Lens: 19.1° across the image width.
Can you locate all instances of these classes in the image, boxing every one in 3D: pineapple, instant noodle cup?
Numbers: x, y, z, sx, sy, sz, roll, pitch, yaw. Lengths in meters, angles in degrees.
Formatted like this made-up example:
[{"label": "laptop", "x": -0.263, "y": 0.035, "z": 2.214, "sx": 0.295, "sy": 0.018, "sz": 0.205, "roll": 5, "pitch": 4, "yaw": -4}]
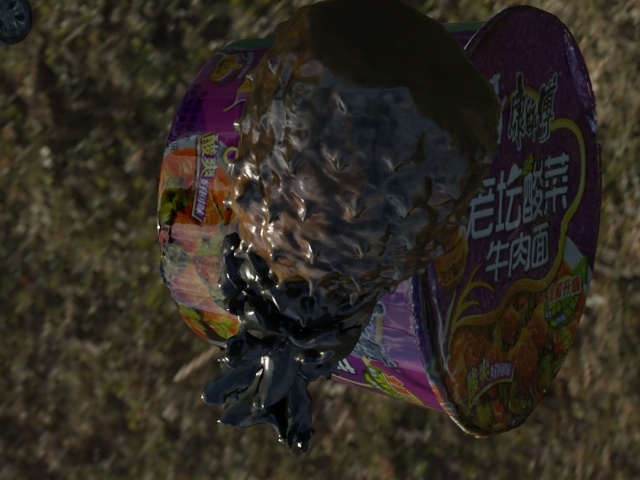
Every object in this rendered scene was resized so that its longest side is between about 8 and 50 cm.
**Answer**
[{"label": "pineapple", "x": 0.000, "y": 0.000, "z": 0.779, "sx": 0.108, "sy": 0.108, "sz": 0.198, "roll": 26, "pitch": 123, "yaw": 7}, {"label": "instant noodle cup", "x": 0.033, "y": -0.019, "z": 1.133, "sx": 0.190, "sy": 0.251, "sz": 0.251, "roll": 6, "pitch": 121, "yaw": 30}]

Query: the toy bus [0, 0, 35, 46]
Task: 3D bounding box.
[{"label": "toy bus", "x": -0.384, "y": -0.138, "z": 1.496, "sx": 0.121, "sy": 0.335, "sz": 0.123, "roll": 3, "pitch": 125, "yaw": 47}]
